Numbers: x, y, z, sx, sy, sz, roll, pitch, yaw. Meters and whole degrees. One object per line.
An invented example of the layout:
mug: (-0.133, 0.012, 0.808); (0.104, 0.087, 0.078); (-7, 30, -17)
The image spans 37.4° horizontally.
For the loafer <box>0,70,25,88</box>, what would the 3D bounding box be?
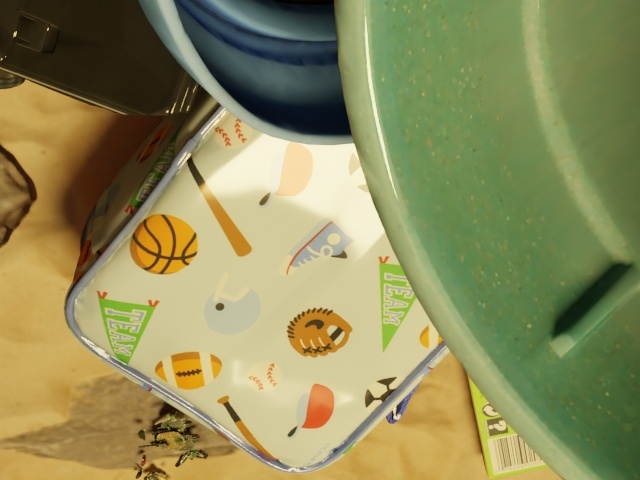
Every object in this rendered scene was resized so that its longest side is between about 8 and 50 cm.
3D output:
loafer: (-0.252, -0.136, 0.550); (0.170, 0.062, 0.061); (18, 109, -13)

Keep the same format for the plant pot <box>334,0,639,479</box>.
plant pot: (0.242, -0.087, 0.311); (0.334, 0.341, 0.341); (-35, 122, -33)

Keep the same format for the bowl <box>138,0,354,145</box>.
bowl: (0.084, -0.204, 0.337); (0.391, 0.391, 0.077); (-49, 66, 19)

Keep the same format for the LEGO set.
LEGO set: (-0.116, 0.156, 0.724); (0.054, 0.023, 0.083); (37, 122, -17)

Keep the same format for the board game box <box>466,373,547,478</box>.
board game box: (0.241, 0.097, 0.703); (0.259, 0.039, 0.124); (-12, 117, 6)

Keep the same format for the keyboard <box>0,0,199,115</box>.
keyboard: (-0.117, -0.236, 0.497); (0.201, 0.033, 0.317); (21, 103, 1)

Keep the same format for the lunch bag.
lunch bag: (0.000, 0.000, 0.602); (0.243, 0.115, 0.303); (36, 109, -21)
